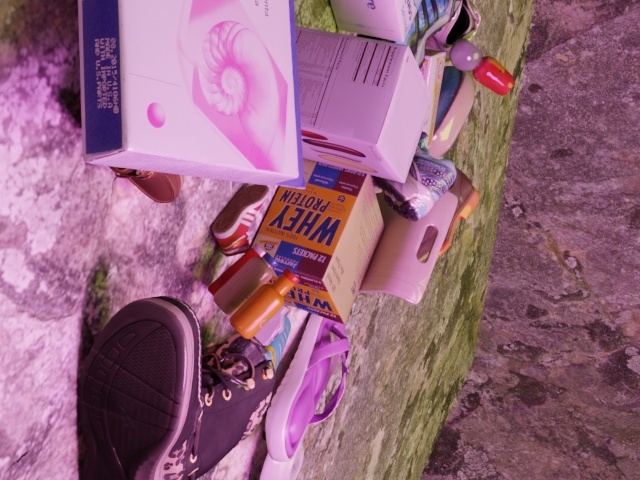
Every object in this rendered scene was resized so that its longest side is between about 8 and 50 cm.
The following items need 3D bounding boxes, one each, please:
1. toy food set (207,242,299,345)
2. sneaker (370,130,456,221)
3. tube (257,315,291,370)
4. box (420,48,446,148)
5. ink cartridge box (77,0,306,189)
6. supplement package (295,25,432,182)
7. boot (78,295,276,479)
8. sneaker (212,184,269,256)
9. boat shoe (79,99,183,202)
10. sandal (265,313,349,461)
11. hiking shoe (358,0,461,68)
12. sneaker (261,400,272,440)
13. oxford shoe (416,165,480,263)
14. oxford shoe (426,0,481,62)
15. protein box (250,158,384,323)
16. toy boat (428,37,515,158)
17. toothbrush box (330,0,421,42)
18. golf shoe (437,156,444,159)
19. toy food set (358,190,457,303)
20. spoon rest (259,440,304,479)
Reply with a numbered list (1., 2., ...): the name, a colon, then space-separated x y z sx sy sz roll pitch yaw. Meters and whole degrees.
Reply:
1. toy food set: -0.084 0.075 1.112 0.104 0.111 0.232 -44 169 -2
2. sneaker: 0.119 -0.143 1.309 0.122 0.283 0.110 -37 140 -9
3. tube: -0.084 0.181 1.241 0.207 0.052 0.080 -78 167 -69
4. box: 0.174 -0.288 1.566 0.103 0.114 0.203 -35 136 -59
5. ink cartridge box: -0.094 -0.224 0.767 0.330 0.071 0.325 1 85 -55
6. supplement package: 0.035 -0.199 1.147 0.149 0.203 0.194 -72 159 -6
7. boot: -0.169 0.198 1.009 0.284 0.138 0.378 -36 141 -57
8. sneaker: -0.111 -0.027 1.127 0.118 0.042 0.067 -49 145 -33
9. boat shoe: -0.200 -0.090 0.807 0.178 0.064 0.060 65 27 -53
10. sandal: 0.005 0.270 1.494 0.416 0.102 0.170 -62 152 -51
11. hiking shoe: 0.173 -0.438 1.423 0.132 0.113 0.304 36 75 -49
12. sneaker: -0.081 0.334 1.488 0.069 0.038 0.098 -34 146 -62
13. oxford shoe: 0.297 -0.058 2.101 0.133 0.129 0.364 54 55 -24
14. oxford shoe: 0.295 -0.481 1.719 0.449 0.130 0.169 -9 112 -69
15. protein box: 0.000 0.000 1.300 0.200 0.135 0.201 65 45 -61
16. toy boat: 0.275 -0.319 1.682 0.318 0.148 0.268 -36 -156 58
17. toothbrush box: 0.115 -0.506 1.234 0.216 0.126 0.296 60 49 -63
18. golf shoe: 0.260 -0.133 1.934 0.077 0.093 0.198 -52 152 -47
19. toy food set: 0.115 0.022 1.454 0.092 0.306 0.220 35 68 -27
20. spoon rest: -0.094 0.484 1.501 0.137 0.084 0.277 -13 115 -70
